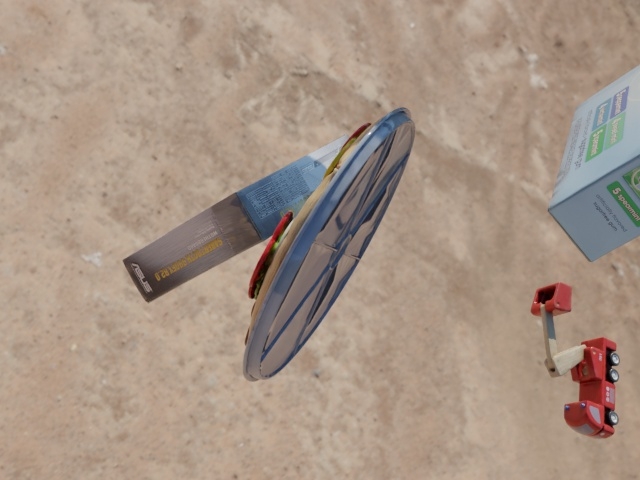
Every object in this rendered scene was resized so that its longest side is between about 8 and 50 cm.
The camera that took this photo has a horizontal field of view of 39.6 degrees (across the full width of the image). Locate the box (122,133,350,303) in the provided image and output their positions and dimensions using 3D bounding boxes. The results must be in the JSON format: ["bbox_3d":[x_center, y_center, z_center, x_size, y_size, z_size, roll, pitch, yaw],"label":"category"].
[{"bbox_3d":[-0.075,-0.027,0.965,0.056,0.183,0.231,60,35,-4],"label":"box"}]

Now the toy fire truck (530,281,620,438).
[{"bbox_3d":[0.354,0.168,1.240,0.135,0.047,0.192,24,62,-26],"label":"toy fire truck"}]

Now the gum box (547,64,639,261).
[{"bbox_3d":[0.215,-0.080,0.468,0.041,0.184,0.157,49,33,-9],"label":"gum box"}]

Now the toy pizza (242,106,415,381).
[{"bbox_3d":[0.000,0.000,0.575,0.032,0.201,0.201,30,34,11],"label":"toy pizza"}]
